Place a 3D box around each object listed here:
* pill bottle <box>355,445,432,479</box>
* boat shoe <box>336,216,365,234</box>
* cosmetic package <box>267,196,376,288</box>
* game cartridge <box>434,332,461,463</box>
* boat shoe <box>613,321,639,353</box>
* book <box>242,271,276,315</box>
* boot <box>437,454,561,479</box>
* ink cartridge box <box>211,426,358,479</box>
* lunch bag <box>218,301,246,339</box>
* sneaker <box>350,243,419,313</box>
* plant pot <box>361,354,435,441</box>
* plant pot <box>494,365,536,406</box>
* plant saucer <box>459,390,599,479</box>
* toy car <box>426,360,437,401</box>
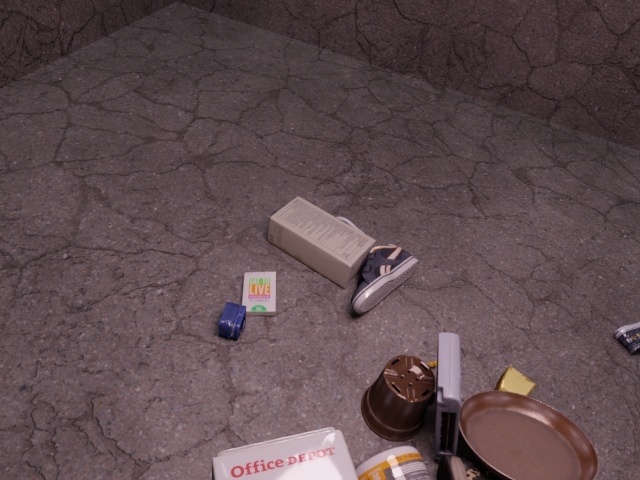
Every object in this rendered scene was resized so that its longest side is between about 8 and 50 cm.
[{"bbox_3d":[0.186,0.583,1.041,0.162,0.162,0.278,-8,47,-20],"label":"pill bottle"},{"bbox_3d":[0.097,-0.032,1.737,0.142,0.049,0.040,36,49,20],"label":"boat shoe"},{"bbox_3d":[0.000,0.000,1.636,0.310,0.113,0.160,32,47,19],"label":"cosmetic package"},{"bbox_3d":[0.296,0.362,1.196,0.062,0.297,0.198,5,43,16],"label":"game cartridge"},{"bbox_3d":[1.012,0.300,1.597,0.184,0.065,0.083,-12,51,-16],"label":"boat shoe"},{"bbox_3d":[-0.179,0.156,1.496,0.097,0.035,0.144,1,46,-6],"label":"book"},{"bbox_3d":[0.423,0.633,1.067,0.285,0.138,0.377,3,38,-10],"label":"boot"},{"bbox_3d":[-0.042,0.593,0.978,0.280,0.160,0.384,-5,46,-18],"label":"ink cartridge box"},{"bbox_3d":[-0.235,0.220,1.387,0.065,0.067,0.098,11,44,-1],"label":"lunch bag"},{"bbox_3d":[0.167,0.108,1.555,0.127,0.126,0.321,39,39,20],"label":"sneaker"},{"bbox_3d":[0.196,0.377,1.253,0.167,0.165,0.166,6,44,-6],"label":"plant pot"},{"bbox_3d":[0.506,0.403,1.363,0.081,0.081,0.083,36,60,22],"label":"plant pot"},{"bbox_3d":[0.469,0.467,1.185,0.311,0.050,0.310,8,22,-3],"label":"plant saucer"},{"bbox_3d":[0.291,0.381,1.378,0.041,0.060,0.122,-19,11,30],"label":"toy car"}]
